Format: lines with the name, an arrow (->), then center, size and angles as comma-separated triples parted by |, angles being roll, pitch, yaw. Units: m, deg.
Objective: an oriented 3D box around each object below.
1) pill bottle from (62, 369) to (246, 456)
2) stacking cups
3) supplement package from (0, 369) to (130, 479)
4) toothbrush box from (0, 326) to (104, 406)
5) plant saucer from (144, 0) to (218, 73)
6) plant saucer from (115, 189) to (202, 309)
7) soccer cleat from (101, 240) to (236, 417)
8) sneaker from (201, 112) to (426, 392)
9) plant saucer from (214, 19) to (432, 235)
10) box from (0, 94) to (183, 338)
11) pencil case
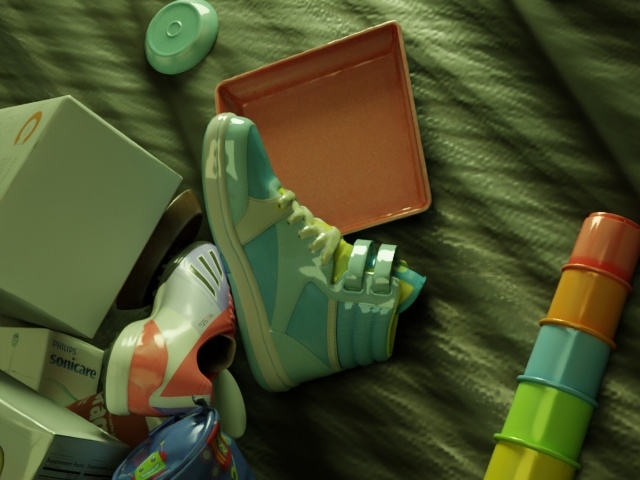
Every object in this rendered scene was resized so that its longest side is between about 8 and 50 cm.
pill bottle -> -0.201, 0.217, 1.208 | 0.216, 0.121, 0.121 | -22, 63, 16
stacking cups -> 0.250, 0.125, 1.044 | 0.096, 0.096, 0.316 | 18, 79, 30
supplement package -> -0.334, 0.239, 1.009 | 0.194, 0.149, 0.203 | 24, 83, 23
toothbrush box -> -0.413, 0.258, 1.290 | 0.217, 0.126, 0.295 | -1, 72, 23
plant saucer -> -0.198, -0.289, 1.457 | 0.119, 0.021, 0.119 | -9, 67, 22
plant saucer -> -0.188, 0.018, 1.267 | 0.029, 0.168, 0.168 | 32, 86, 4
soccer cleat -> -0.138, 0.097, 1.165 | 0.117, 0.318, 0.108 | 8, 114, 8
sneaker -> 0.000, 0.000, 1.150 | 0.208, 0.127, 0.318 | -11, 104, 16
plant saucer -> 0.002, -0.112, 1.279 | 0.259, 0.048, 0.259 | -16, 66, 19
box -> -0.352, -0.029, 1.257 | 0.345, 0.168, 0.215 | 4, 63, 56
pencil case -> -0.077, 0.297, 1.029 | 0.119, 0.306, 0.133 | -31, 21, 8
